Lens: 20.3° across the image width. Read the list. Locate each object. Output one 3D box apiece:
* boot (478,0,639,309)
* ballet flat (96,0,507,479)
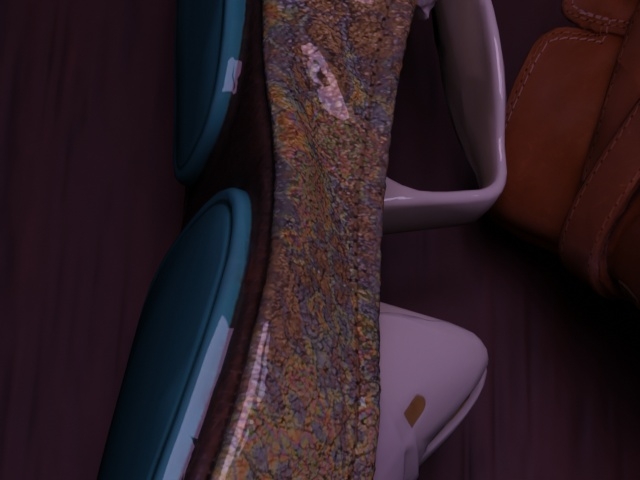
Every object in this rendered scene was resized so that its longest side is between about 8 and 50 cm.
[{"bbox_3d":[0.191,-0.076,0.542,0.283,0.109,0.220,-56,35,-7],"label":"boot"},{"bbox_3d":[0.000,0.000,0.546,0.123,0.123,0.349,7,63,-2],"label":"ballet flat"}]
